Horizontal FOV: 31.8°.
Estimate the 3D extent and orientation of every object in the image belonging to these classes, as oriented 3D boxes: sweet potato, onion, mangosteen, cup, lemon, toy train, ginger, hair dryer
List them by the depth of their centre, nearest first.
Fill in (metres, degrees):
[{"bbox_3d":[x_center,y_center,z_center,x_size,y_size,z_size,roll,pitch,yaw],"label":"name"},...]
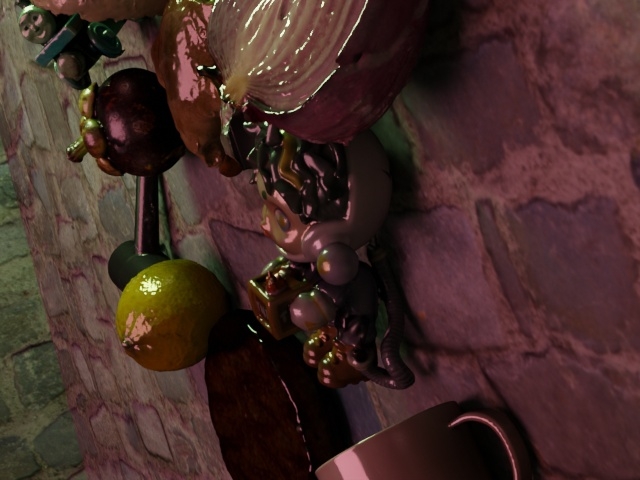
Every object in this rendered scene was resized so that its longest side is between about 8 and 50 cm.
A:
[{"bbox_3d":[0.038,-0.267,1.208,0.349,0.159,0.267,-55,46,17],"label":"onion"},{"bbox_3d":[0.144,0.306,1.317,0.253,0.191,0.200,-37,72,29],"label":"cup"},{"bbox_3d":[-0.180,-0.241,1.660,0.219,0.123,0.270,31,115,46],"label":"ginger"},{"bbox_3d":[-0.102,-0.141,1.676,0.264,0.057,0.057,-18,89,66],"label":"sweet potato"},{"bbox_3d":[-0.415,-0.387,1.916,0.120,0.298,0.194,-37,111,26],"label":"toy train"},{"bbox_3d":[-0.341,-0.194,1.950,0.192,0.217,0.192,157,90,-78],"label":"mangosteen"},{"bbox_3d":[-0.263,0.132,1.996,0.192,0.231,0.192,19,124,31],"label":"lemon"},{"bbox_3d":[-0.320,-0.004,2.179,0.244,0.116,0.303,29,123,53],"label":"hair dryer"}]

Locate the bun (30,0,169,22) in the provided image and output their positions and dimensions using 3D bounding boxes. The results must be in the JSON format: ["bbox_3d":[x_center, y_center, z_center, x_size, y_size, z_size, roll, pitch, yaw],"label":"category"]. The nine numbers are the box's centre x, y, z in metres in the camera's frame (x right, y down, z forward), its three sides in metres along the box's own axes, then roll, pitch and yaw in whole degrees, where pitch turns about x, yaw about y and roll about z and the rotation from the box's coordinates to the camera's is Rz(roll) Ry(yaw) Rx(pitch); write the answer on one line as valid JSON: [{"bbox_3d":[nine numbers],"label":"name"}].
[{"bbox_3d":[-0.331,-0.435,1.745,0.259,0.259,0.152,39,130,51],"label":"bun"}]

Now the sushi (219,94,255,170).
[{"bbox_3d":[-0.090,-0.233,1.511,0.109,0.134,0.273,170,84,-71],"label":"sushi"}]

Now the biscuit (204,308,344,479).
[{"bbox_3d":[-0.072,0.307,1.852,0.407,0.091,0.408,40,137,51],"label":"biscuit"}]

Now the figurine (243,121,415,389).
[{"bbox_3d":[-0.003,-0.001,1.397,0.261,0.186,0.382,33,134,48],"label":"figurine"}]
